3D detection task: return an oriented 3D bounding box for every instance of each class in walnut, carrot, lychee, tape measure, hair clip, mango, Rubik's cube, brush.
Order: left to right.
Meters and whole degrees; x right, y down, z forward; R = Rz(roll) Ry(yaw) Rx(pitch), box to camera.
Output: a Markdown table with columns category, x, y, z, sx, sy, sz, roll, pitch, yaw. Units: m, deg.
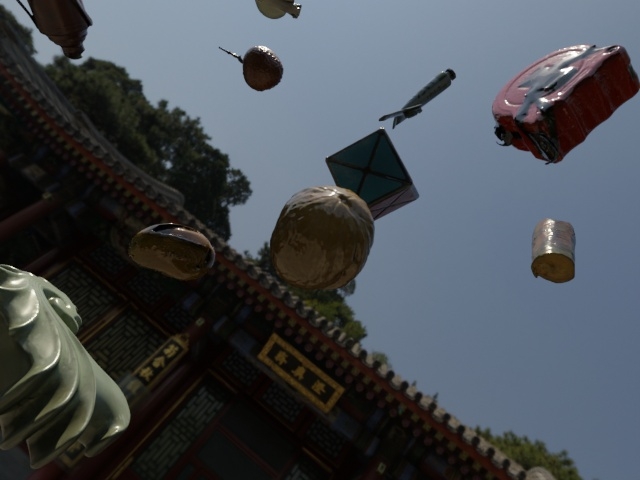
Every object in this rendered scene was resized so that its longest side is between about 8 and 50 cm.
| category | x | y | z | sx | sy | sz | roll | pitch | yaw |
| --- | --- | --- | --- | --- | --- | --- | --- | --- | --- |
| mango | -0.428 | 0.036 | 1.339 | 0.151 | 0.249 | 0.156 | -18 | -111 | 43 |
| lychee | -0.155 | -0.434 | 1.148 | 0.140 | 0.101 | 0.114 | 44 | -9 | 22 |
| hair clip | -0.145 | -0.771 | 1.489 | 0.172 | 0.049 | 0.116 | 20 | -56 | -9 |
| walnut | 0.000 | 0.000 | 1.342 | 0.333 | 0.333 | 0.333 | 25 | -41 | 24 |
| Rubik's cube | 0.197 | -0.235 | 1.748 | 0.259 | 0.255 | 0.260 | -29 | -105 | 11 |
| brush | 0.235 | -0.359 | 1.323 | 0.034 | 0.190 | 0.027 | -27 | -91 | 49 |
| tape measure | 0.475 | -0.286 | 0.948 | 0.114 | 0.253 | 0.260 | 47 | 4 | -25 |
| carrot | 0.627 | 0.024 | 1.243 | 0.114 | 0.302 | 0.114 | 11 | -65 | 24 |

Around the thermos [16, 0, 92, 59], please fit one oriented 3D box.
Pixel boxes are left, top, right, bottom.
| category | x | y | z | sx | sy | sz | roll | pitch | yaw |
| --- | --- | --- | --- | --- | --- | --- | --- | --- | --- |
| thermos | -0.477 | -0.442 | 0.827 | 0.232 | 0.099 | 0.124 | 91 | -12 | -47 |

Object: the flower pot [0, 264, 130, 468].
| category | x | y | z | sx | sy | sz | roll | pitch | yaw |
| --- | --- | --- | --- | --- | --- | --- | --- | --- | --- |
| flower pot | -0.501 | 0.216 | 0.816 | 0.367 | 0.164 | 0.254 | 51 | -8 | 13 |

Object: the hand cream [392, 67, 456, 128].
| category | x | y | z | sx | sy | sz | roll | pitch | yaw |
| --- | --- | --- | --- | --- | --- | --- | --- | --- | --- |
| hand cream | 0.323 | -0.447 | 1.454 | 0.055 | 0.256 | 0.088 | 47 | -5 | 8 |
